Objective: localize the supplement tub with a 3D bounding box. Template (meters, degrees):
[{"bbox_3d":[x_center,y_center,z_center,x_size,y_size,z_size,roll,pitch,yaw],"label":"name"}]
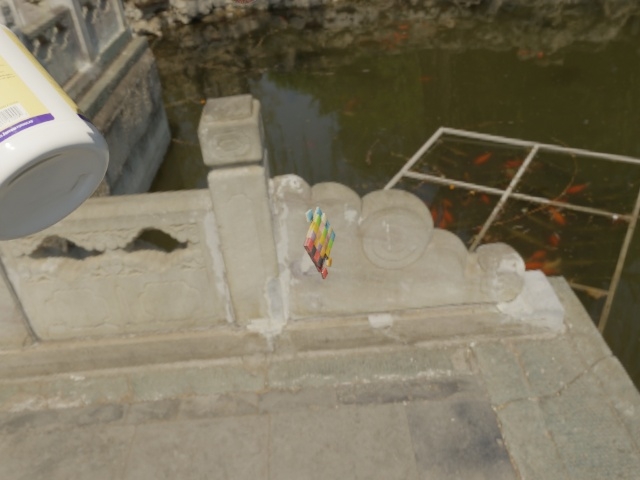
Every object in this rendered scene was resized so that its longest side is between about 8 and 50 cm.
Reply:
[{"bbox_3d":[-0.518,-0.190,0.873,0.331,0.241,0.241,47,52,8],"label":"supplement tub"}]

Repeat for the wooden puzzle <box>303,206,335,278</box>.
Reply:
[{"bbox_3d":[0.000,0.000,0.590,0.006,0.083,0.049,3,56,25],"label":"wooden puzzle"}]

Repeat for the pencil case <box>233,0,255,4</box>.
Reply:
[{"bbox_3d":[-0.206,-0.383,0.687,0.160,0.167,0.386,-3,14,34],"label":"pencil case"}]
